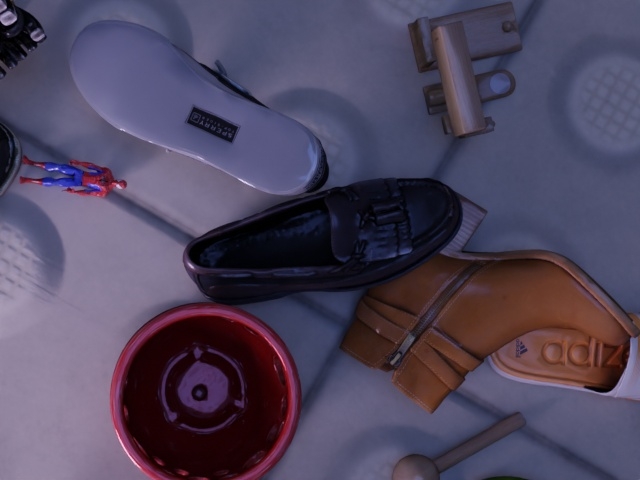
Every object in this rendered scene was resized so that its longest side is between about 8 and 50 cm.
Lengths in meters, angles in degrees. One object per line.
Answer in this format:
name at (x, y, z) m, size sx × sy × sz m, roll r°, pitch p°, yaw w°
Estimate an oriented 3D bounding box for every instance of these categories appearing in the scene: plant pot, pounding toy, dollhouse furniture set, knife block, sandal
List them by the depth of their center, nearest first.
knife block at (-0.394, -0.273, 1.338) m, size 0.088 × 0.242 × 0.276 m, roll -44°, pitch 91°, yaw -7°
plant pot at (-0.119, 0.160, 1.376) m, size 0.191 × 0.174 × 0.191 m, roll 0°, pitch 87°, yaw -5°
pounding toy at (0.193, 0.313, 1.407) m, size 0.183 × 0.110 × 0.237 m, roll -23°, pitch 74°, yaw -5°
dollhouse furniture set at (0.183, -0.191, 1.437) m, size 0.123 × 0.151 × 0.144 m, roll -13°, pitch 91°, yaw -6°
sandal at (0.319, 0.131, 1.470) m, size 0.265 × 0.076 × 0.102 m, roll 1°, pitch 87°, yaw -6°

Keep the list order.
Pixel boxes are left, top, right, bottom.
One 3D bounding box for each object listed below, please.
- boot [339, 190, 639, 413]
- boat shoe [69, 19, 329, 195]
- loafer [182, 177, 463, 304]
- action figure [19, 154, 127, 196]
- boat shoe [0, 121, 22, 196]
boot at (0.178, 0.096, 1.430) m, size 0.283 × 0.109 × 0.220 m, roll 32°, pitch 90°, yaw 8°
boat shoe at (-0.126, -0.140, 1.426) m, size 0.306 × 0.105 × 0.113 m, roll 24°, pitch 91°, yaw 11°
loafer at (0.000, 0.000, 1.398) m, size 0.302 × 0.095 × 0.109 m, roll -15°, pitch 72°, yaw 10°
action figure at (-0.270, -0.069, 1.449) m, size 0.115 × 0.030 × 0.038 m, roll 8°, pitch 81°, yaw -7°
boat shoe at (-0.439, 0.009, 1.383) m, size 0.127 × 0.113 × 0.340 m, roll 41°, pitch 84°, yaw -3°
